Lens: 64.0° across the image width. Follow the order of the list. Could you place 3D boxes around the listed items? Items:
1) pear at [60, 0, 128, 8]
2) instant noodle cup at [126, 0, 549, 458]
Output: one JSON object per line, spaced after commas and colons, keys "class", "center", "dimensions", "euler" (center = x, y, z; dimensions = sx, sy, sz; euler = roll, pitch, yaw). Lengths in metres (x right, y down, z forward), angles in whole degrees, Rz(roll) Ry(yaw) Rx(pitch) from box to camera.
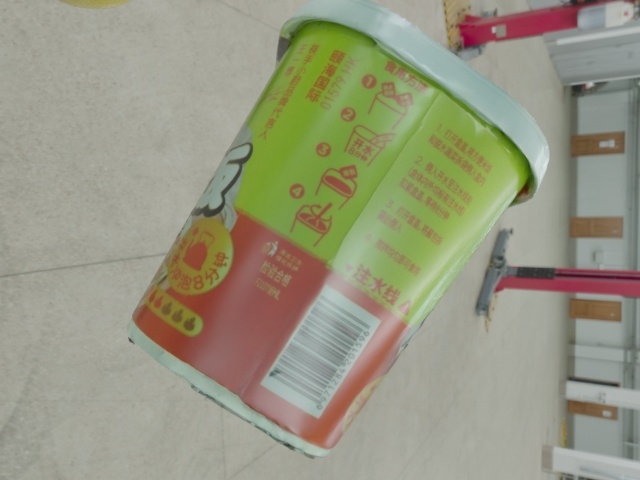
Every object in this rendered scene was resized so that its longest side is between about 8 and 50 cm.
{"class": "pear", "center": [-0.540, -0.706, 1.170], "dimensions": [0.348, 0.348, 0.348], "euler": [-3, 94, -61]}
{"class": "instant noodle cup", "center": [0.000, 0.000, 0.476], "dimensions": [0.307, 0.294, 0.294], "euler": [-56, 143, -9]}
